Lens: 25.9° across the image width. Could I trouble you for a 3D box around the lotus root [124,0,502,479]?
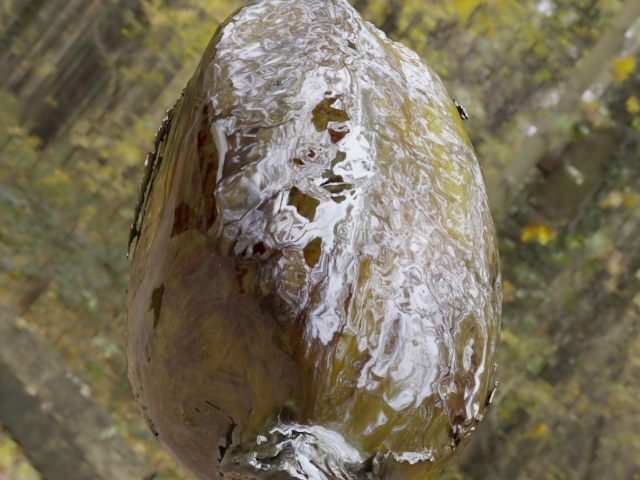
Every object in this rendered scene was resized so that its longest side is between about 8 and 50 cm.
[{"bbox_3d":[0.000,0.000,0.744,0.195,0.179,0.397,20,38,-12],"label":"lotus root"}]
